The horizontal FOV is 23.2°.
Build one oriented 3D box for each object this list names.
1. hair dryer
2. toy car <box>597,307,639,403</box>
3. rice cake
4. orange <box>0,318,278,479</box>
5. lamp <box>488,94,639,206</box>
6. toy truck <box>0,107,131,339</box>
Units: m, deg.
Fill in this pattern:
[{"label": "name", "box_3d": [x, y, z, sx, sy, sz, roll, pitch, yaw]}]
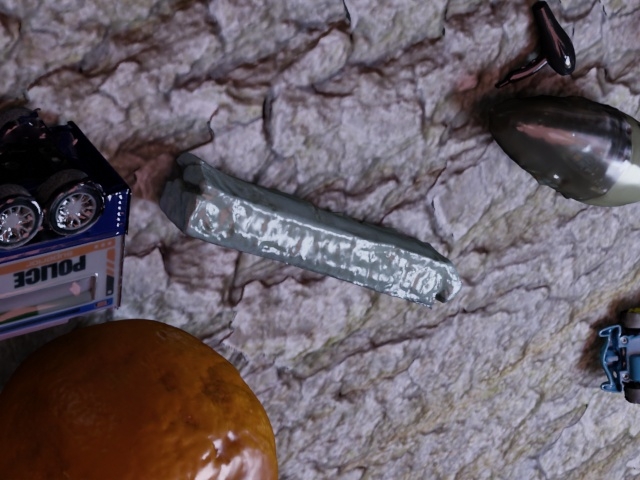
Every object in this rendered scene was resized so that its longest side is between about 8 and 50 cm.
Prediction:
[{"label": "hair dryer", "box_3d": [0.197, -0.175, 1.469, 0.083, 0.031, 0.079, -33, 121, -2]}, {"label": "toy car", "box_3d": [0.388, 0.126, 1.762, 0.161, 0.098, 0.126, -5, 96, 0]}, {"label": "rice cake", "box_3d": [0.000, 0.000, 1.415, 0.336, 0.066, 0.063, 20, 105, -42]}, {"label": "orange", "box_3d": [-0.163, 0.198, 1.309, 0.261, 0.261, 0.261, -17, 126, -25]}, {"label": "lamp", "box_3d": [0.261, -0.087, 1.517, 0.250, 0.101, 0.101, 18, 107, -36]}, {"label": "toy truck", "box_3d": [-0.288, 0.008, 1.185, 0.268, 0.124, 0.155, -15, 130, -28]}]
